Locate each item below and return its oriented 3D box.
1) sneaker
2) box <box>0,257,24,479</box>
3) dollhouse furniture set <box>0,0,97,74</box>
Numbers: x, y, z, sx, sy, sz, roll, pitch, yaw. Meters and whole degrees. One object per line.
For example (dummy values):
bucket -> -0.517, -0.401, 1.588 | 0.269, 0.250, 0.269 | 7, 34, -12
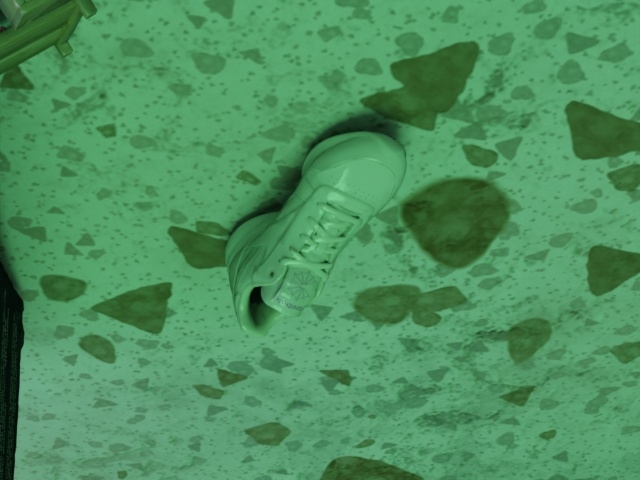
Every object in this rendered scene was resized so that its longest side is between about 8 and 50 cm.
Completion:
sneaker -> 0.000, 0.000, 1.622 | 0.114, 0.152, 0.305 | 22, 133, -26
box -> -0.588, 0.118, 1.509 | 0.480, 0.297, 0.472 | -1, 159, -3
dollhouse furniture set -> -0.295, -0.255, 1.336 | 0.303, 0.174, 0.355 | -33, -177, -23
